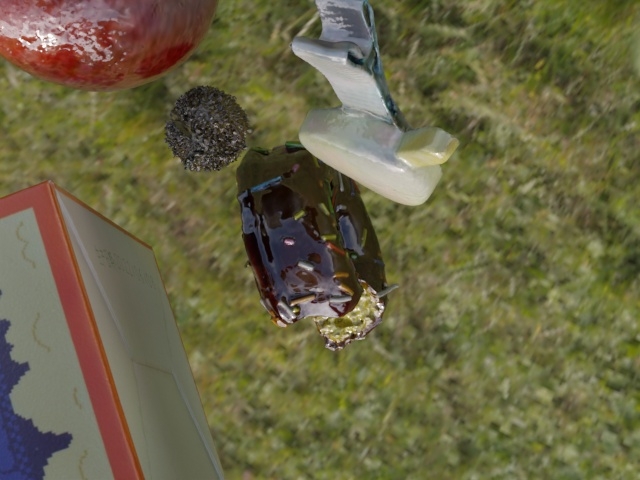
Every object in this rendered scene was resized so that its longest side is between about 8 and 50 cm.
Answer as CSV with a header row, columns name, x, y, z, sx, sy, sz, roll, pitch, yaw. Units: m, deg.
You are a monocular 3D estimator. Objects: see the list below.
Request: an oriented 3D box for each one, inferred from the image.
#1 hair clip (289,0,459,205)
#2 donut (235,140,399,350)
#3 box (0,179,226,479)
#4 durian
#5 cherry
name,x,y,z,sx,sy,sz,roll,pitch,yaw
hair clip,0.047,-0.093,1.093,0.159,0.071,0.218,23,159,33
donut,-0.001,0.000,1.413,0.096,0.216,0.230,-20,149,18
box,-0.269,0.161,1.307,0.257,0.348,0.318,-21,79,4
durian,-0.099,-0.102,1.276,0.080,0.091,0.080,17,111,52
cherry,-0.202,-0.242,1.204,0.206,0.239,0.239,-19,108,17
